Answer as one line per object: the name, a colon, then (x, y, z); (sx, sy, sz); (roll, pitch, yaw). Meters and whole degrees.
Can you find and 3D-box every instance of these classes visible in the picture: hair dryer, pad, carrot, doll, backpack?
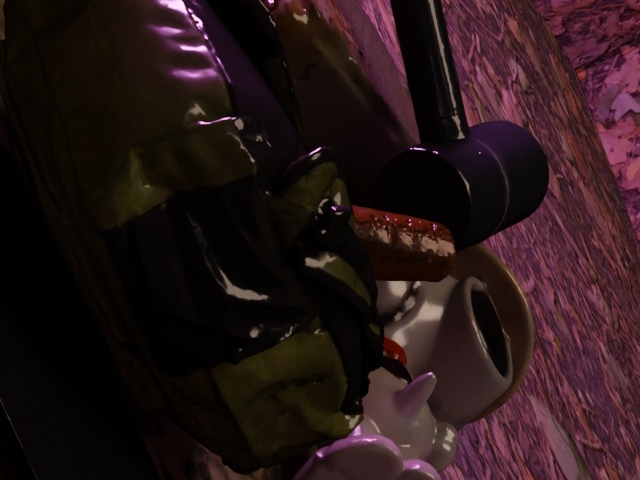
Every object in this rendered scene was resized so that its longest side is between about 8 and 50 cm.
hair dryer: (0.074, -0.104, 1.186); (0.124, 0.071, 0.219); (-26, 104, -57)
pad: (-0.111, 0.074, 0.821); (0.265, 0.009, 0.159); (64, 8, 4)
carrot: (0.000, 0.000, 1.104); (0.055, 0.161, 0.055); (-176, -90, -76)
doll: (0.048, 0.098, 1.167); (0.208, 0.144, 0.271); (28, 30, -32)
backpack: (-0.054, -0.006, 0.903); (0.207, 0.140, 0.253); (-116, -177, -45)

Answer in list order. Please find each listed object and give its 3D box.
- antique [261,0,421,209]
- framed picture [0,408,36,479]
antique: (-0.001, -0.075, 1.257); (0.284, 0.125, 0.150); (52, 20, -41)
framed picture: (-0.118, 0.179, 0.653); (0.244, 0.013, 0.324); (45, 23, -51)
